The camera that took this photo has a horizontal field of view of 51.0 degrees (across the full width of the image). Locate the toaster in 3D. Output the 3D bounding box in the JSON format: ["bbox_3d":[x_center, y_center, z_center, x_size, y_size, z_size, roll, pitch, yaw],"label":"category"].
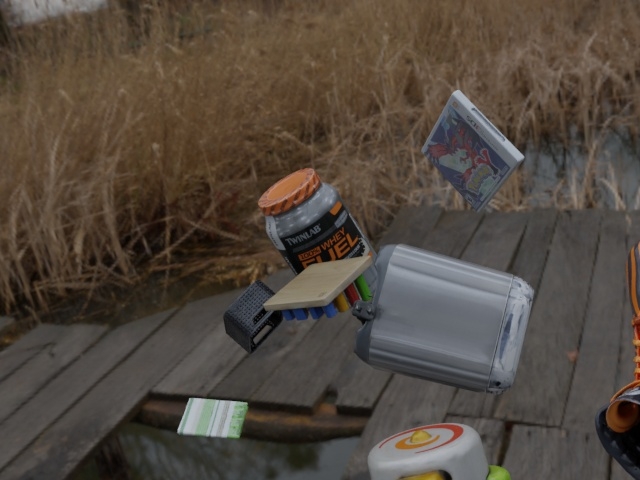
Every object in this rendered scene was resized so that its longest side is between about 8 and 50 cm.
[{"bbox_3d":[0.125,0.079,0.666,0.147,0.129,0.227,12,-8,17],"label":"toaster"}]

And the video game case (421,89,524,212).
[{"bbox_3d":[0.293,-0.171,1.330,0.023,0.183,0.201,-33,-16,-23],"label":"video game case"}]

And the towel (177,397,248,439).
[{"bbox_3d":[-0.261,0.438,1.640,0.152,0.023,0.113,4,36,6],"label":"towel"}]

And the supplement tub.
[{"bbox_3d":[0.000,0.000,1.581,0.194,0.316,0.193,-29,22,13],"label":"supplement tub"}]

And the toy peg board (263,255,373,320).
[{"bbox_3d":[0.009,0.108,1.273,0.161,0.079,0.161,-11,20,43],"label":"toy peg board"}]

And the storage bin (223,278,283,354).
[{"bbox_3d":[-0.157,0.183,1.591,0.122,0.084,0.180,-46,-13,-20],"label":"storage bin"}]

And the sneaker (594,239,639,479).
[{"bbox_3d":[0.400,0.143,0.777,0.180,0.320,0.124,0,-23,-28],"label":"sneaker"}]

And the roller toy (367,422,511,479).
[{"bbox_3d":[0.176,0.381,1.088,0.210,0.146,0.191,-13,-3,-33],"label":"roller toy"}]
